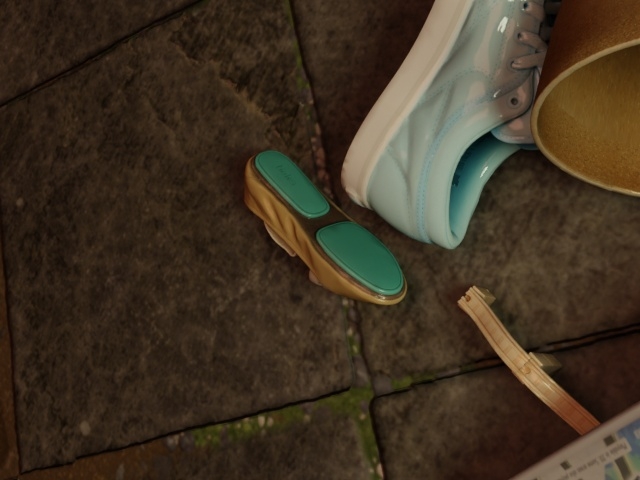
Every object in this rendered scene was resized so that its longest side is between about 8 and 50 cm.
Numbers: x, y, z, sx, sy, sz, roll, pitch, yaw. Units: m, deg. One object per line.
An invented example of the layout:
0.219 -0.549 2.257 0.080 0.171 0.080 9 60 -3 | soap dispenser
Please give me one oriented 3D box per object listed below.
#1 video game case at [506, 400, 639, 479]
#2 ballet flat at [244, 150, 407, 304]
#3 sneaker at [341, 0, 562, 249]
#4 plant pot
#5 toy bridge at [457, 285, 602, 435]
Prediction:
0.229 0.296 0.628 0.329 0.036 0.300 -50 58 43 | video game case
0.000 0.000 0.890 0.232 0.080 0.073 49 135 31 | ballet flat
0.169 -0.154 0.775 0.150 0.135 0.366 39 112 26 | sneaker
0.287 -0.193 0.661 0.237 0.237 0.254 -4 66 31 | plant pot
0.184 0.110 0.750 0.026 0.063 0.188 -49 60 15 | toy bridge
